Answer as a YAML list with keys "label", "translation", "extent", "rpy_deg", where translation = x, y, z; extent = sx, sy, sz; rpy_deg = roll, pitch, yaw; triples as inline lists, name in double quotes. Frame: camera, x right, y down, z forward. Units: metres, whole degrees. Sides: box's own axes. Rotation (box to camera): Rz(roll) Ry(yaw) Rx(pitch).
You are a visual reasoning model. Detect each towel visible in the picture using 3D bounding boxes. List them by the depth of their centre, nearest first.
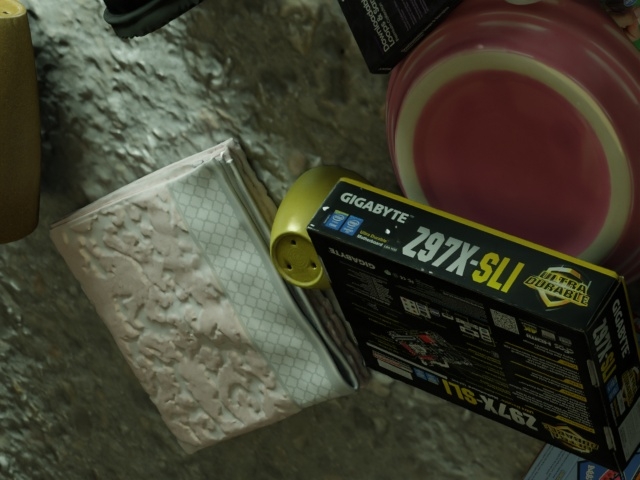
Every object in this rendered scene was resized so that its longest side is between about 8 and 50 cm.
- label: "towel"
  translation: [-0.136, 0.076, 2.053]
  extent: [0.317, 0.053, 0.331]
  rpy_deg: [-23, 101, 40]

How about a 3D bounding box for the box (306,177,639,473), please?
- label: "box"
  translation: [0.160, 0.084, 1.753]
  extent: [0.322, 0.079, 0.257]
  rpy_deg: [21, 153, 32]

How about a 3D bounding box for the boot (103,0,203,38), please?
- label: "boot"
  translation: [-0.169, -0.357, 1.724]
  extent: [0.260, 0.131, 0.348]
  rpy_deg: [56, 149, -11]

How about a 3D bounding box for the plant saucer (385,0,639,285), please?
- label: "plant saucer"
  translation: [0.200, -0.083, 1.712]
  extent: [0.332, 0.084, 0.332]
  rpy_deg: [16, 124, 26]

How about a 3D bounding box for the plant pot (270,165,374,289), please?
- label: "plant pot"
  translation: [0.000, 0.000, 1.887]
  extent: [0.134, 0.095, 0.134]
  rpy_deg: [16, 124, 25]

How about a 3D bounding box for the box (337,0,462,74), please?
- label: "box"
  translation: [0.080, -0.251, 1.700]
  extent: [0.162, 0.029, 0.116]
  rpy_deg: [-43, 62, 43]

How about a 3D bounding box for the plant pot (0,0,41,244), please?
- label: "plant pot"
  translation: [-0.416, -0.156, 2.016]
  extent: [0.237, 0.237, 0.254]
  rpy_deg: [24, 111, 21]

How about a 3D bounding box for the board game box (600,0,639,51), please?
- label: "board game box"
  translation: [0.423, -0.212, 1.511]
  extent: [0.213, 0.046, 0.317]
  rpy_deg: [51, 132, -3]

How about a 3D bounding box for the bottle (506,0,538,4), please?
- label: "bottle"
  translation: [0.145, -0.328, 1.540]
  extent: [0.092, 0.118, 0.283]
  rpy_deg: [43, 169, 44]

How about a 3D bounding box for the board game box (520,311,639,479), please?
- label: "board game box"
  translation: [0.320, 0.215, 1.842]
  extent: [0.145, 0.027, 0.281]
  rpy_deg: [36, 131, 13]
